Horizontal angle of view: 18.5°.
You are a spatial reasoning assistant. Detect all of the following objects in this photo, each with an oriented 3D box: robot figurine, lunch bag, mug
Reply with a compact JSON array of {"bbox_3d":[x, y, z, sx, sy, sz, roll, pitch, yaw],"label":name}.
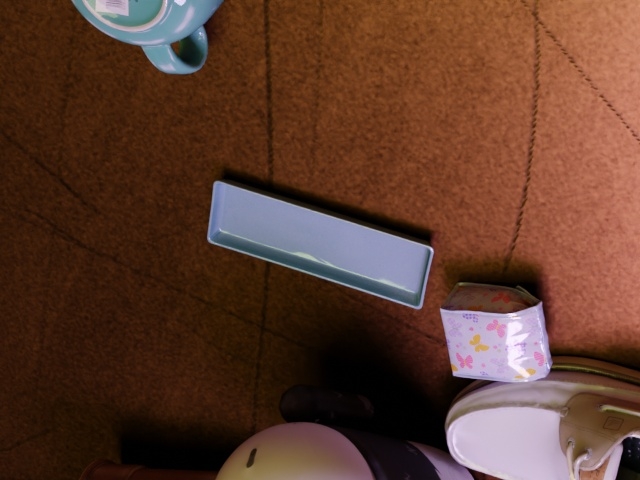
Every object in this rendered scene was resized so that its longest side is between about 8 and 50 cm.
[{"bbox_3d":[0.028,0.245,1.648,0.209,0.278,0.174,40,105,40],"label":"robot figurine"},{"bbox_3d":[0.147,0.075,1.599,0.083,0.053,0.071,4,123,31],"label":"lunch bag"},{"bbox_3d":[-0.122,-0.202,1.479,0.158,0.097,0.129,46,128,-12],"label":"mug"}]

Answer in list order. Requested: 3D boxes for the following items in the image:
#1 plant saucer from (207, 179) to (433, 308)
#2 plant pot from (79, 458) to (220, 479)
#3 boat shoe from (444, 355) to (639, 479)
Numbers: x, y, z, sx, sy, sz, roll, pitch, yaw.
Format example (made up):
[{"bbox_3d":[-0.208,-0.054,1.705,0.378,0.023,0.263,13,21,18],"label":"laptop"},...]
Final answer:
[{"bbox_3d":[0.000,0.000,1.627,0.192,0.018,0.067,17,128,9],"label":"plant saucer"},{"bbox_3d":[-0.122,0.280,1.794,0.165,0.167,0.167,-5,122,17],"label":"plant pot"},{"bbox_3d":[0.237,0.169,1.594,0.302,0.103,0.113,-1,123,23],"label":"boat shoe"}]
